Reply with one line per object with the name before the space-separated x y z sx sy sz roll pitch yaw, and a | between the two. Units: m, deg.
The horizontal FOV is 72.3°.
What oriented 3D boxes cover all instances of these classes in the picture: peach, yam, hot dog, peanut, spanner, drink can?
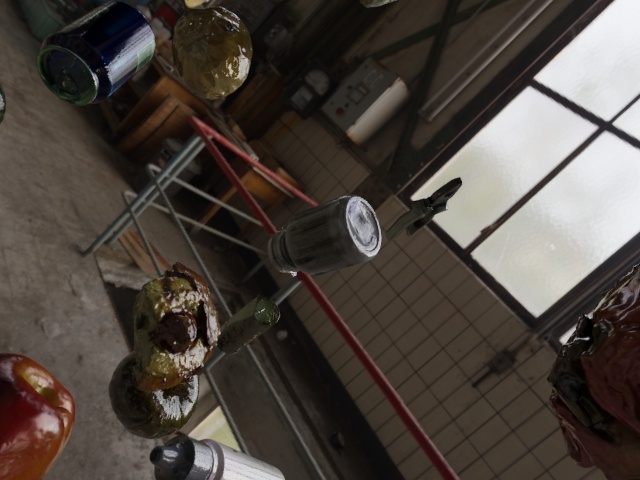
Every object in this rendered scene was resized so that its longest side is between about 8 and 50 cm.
peach | -0.456 0.262 0.565 0.199 0.243 0.243 51 10 23
yam | -0.150 0.172 0.876 0.068 0.169 0.068 22 47 -25
hot dog | -0.174 0.103 0.543 0.103 0.146 0.213 2 1 -17
peanut | -0.164 -0.304 0.681 0.120 0.110 0.236 17 38 -20
spanner | 0.250 -0.071 1.061 0.325 0.096 0.040 125 -49 -66
drink can | -0.373 -0.319 0.743 0.118 0.118 0.204 42 38 -24

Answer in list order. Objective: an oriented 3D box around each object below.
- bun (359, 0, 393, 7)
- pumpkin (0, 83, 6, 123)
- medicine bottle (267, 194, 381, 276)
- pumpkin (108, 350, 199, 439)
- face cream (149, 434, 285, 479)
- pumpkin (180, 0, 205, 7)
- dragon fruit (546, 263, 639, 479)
bun | 0.139 -0.633 0.868 0.281 0.281 0.205 39 -10 -37
pumpkin | -0.649 -0.252 0.765 0.167 0.167 0.125 46 14 0
medicine bottle | 0.000 0.000 0.880 0.135 0.215 0.135 26 55 -44
pumpkin | -0.365 0.341 0.999 0.219 0.162 0.218 30 55 -58
face cream | -0.161 0.378 0.699 0.092 0.092 0.311 54 -1 43
pumpkin | -0.271 -0.603 0.777 0.232 0.242 0.325 45 1 -10
dragon fruit | 0.323 0.111 0.306 0.315 0.250 0.250 13 28 -35
